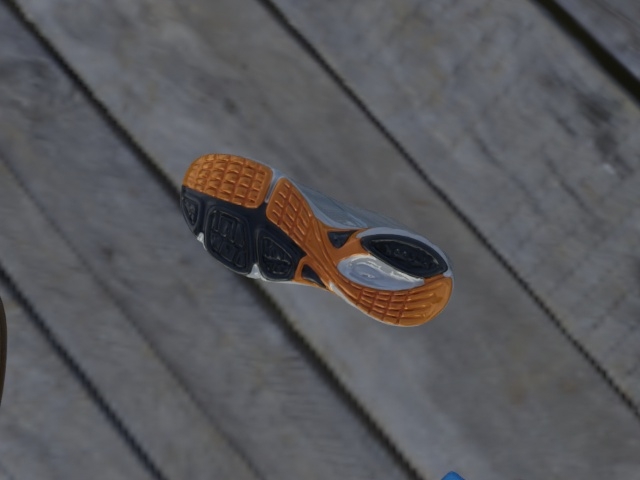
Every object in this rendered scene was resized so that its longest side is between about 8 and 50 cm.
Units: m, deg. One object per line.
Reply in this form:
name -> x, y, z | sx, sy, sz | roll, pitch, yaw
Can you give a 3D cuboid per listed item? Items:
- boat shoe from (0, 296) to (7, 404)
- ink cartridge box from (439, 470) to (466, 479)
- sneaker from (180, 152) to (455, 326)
boat shoe -> -0.288, 0.155, 1.082 | 0.123, 0.123, 0.342 | 8, 67, 30
ink cartridge box -> 0.086, 0.289, 1.480 | 0.191, 0.082, 0.140 | -41, 49, -16
sneaker -> 0.000, 0.000, 1.738 | 0.262, 0.121, 0.099 | 26, 99, 10
